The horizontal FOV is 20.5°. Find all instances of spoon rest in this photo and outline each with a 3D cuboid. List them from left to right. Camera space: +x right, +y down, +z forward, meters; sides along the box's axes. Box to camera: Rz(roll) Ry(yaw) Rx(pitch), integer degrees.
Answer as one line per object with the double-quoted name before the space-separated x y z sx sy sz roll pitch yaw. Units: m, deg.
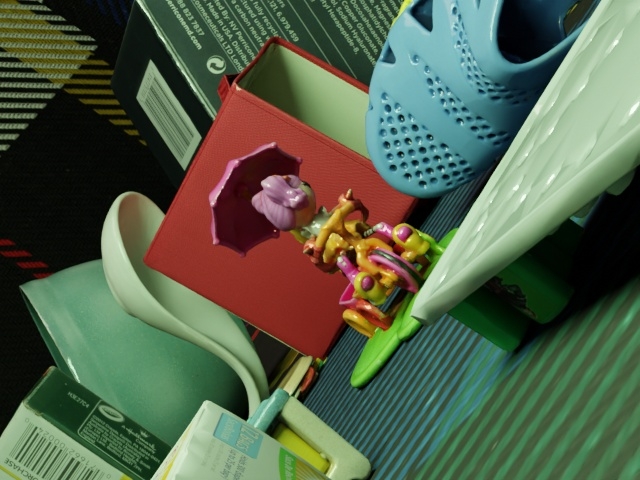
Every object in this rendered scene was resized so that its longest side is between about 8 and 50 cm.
"spoon rest" -0.120 0.080 1.636 0.084 0.276 0.137 -21 13 17

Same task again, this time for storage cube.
"storage cube" -0.022 -0.042 1.604 0.193 0.215 0.183 -61 1 22

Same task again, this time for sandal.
"sandal" 0.126 -0.146 1.186 0.317 0.126 0.138 -56 6 32

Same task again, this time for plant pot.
"plant pot" -0.182 0.134 1.984 0.196 0.293 0.293 -29 -3 -11

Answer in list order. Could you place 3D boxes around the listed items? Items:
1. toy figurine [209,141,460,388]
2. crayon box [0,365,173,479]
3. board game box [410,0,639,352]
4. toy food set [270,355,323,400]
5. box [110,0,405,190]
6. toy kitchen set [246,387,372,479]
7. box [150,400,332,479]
"toy figurine" 0.000 0.000 1.175 0.130 0.159 0.173 -56 3 -12
"crayon box" -0.254 0.295 1.673 0.318 0.202 0.081 -54 3 28
"board game box" 0.198 -0.154 0.668 0.390 0.050 0.390 -57 2 -20
"toy food set" -0.027 0.135 1.532 0.082 0.020 0.083 -54 2 26
"box" 0.003 -0.220 1.900 0.395 0.212 0.293 -33 -5 -16
"toy kitchen set" -0.051 0.133 0.840 0.166 0.122 0.207 -56 3 -15
"box" -0.060 0.178 0.656 0.203 0.103 0.114 -55 3 11
